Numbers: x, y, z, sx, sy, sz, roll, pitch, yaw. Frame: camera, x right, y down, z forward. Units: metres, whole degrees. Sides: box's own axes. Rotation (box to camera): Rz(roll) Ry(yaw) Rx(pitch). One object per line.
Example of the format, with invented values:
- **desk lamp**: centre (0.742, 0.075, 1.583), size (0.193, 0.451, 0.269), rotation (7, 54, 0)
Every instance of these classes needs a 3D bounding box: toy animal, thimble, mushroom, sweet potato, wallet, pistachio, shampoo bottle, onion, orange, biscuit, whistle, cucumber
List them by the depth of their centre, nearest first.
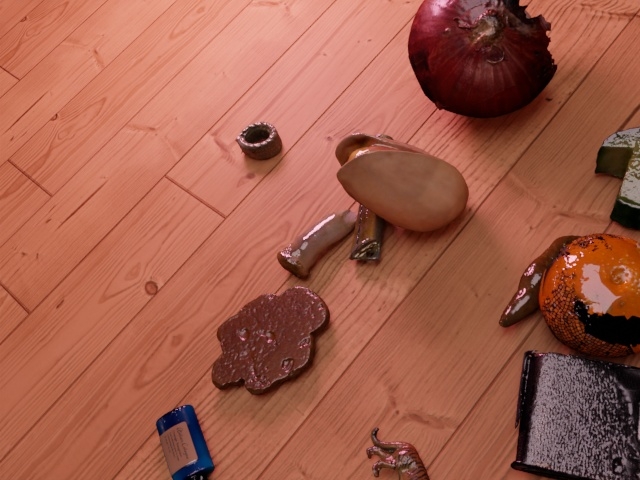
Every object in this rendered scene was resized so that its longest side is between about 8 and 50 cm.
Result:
- **wallet**: centre (0.480, 0.318, 1.220), size (0.262, 0.071, 0.221), rotation (8, 62, 14)
- **toy animal**: centre (0.156, 0.445, 1.256), size (0.099, 0.057, 0.241), rotation (-19, 54, -2)
- **orange**: centre (0.523, 0.101, 1.274), size (0.234, 0.182, 0.234), rotation (-1, 58, 2)
- **sweet potato**: centre (0.437, 0.073, 1.381), size (0.067, 0.067, 0.274), rotation (32, 69, 30)
- **cucumber**: centre (0.660, -0.125, 1.398), size (0.191, 0.130, 0.191), rotation (-10, 62, 19)
- **shampoo bottle**: centre (-0.270, 0.428, 1.399), size (0.087, 0.050, 0.183), rotation (-27, 56, -3)
- **pistachio**: centre (0.176, -0.127, 1.478), size (0.299, 0.187, 0.187), rotation (22, 60, -19)
- **biscuit**: centre (-0.108, 0.217, 1.479), size (0.290, 0.041, 0.208), rotation (-37, 56, -5)
- **onion**: centre (0.356, -0.433, 1.560), size (0.341, 0.341, 0.341), rotation (-8, 58, 13)
- **mushroom**: centre (0.000, 0.000, 1.564), size (0.209, 0.071, 0.084), rotation (-41, 62, -13)
- **whistle**: centre (0.123, -0.098, 1.586), size (0.068, 0.057, 0.326), rotation (2, 61, 19)
- **thimble**: centre (-0.157, -0.252, 1.765), size (0.110, 0.062, 0.084), rotation (-12, 59, 11)
